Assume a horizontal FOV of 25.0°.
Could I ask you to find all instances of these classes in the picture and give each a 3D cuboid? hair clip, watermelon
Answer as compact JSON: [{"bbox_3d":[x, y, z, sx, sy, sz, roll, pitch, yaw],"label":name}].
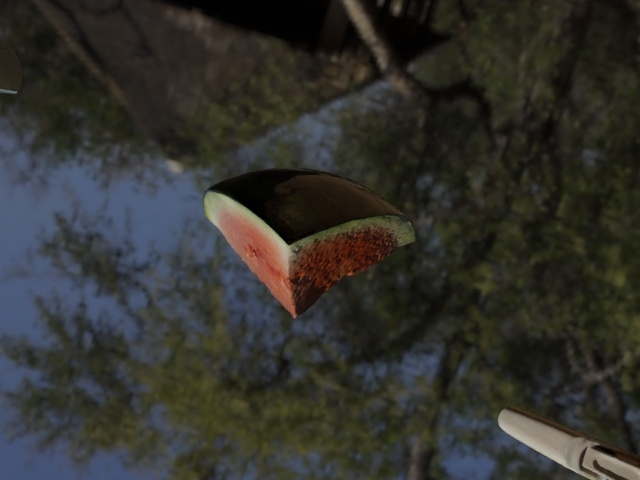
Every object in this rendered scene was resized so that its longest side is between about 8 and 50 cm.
[{"bbox_3d":[0.238,0.181,1.103,0.226,0.034,0.072,24,179,15],"label":"hair clip"},{"bbox_3d":[0.000,-0.021,1.262,0.145,0.137,0.193,-32,-158,-16],"label":"watermelon"}]

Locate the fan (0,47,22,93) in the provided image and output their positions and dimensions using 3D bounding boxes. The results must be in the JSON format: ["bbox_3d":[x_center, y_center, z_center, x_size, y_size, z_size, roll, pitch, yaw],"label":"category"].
[{"bbox_3d":[-0.447,-0.194,1.673,0.023,0.057,0.282,-6,-176,33],"label":"fan"}]
